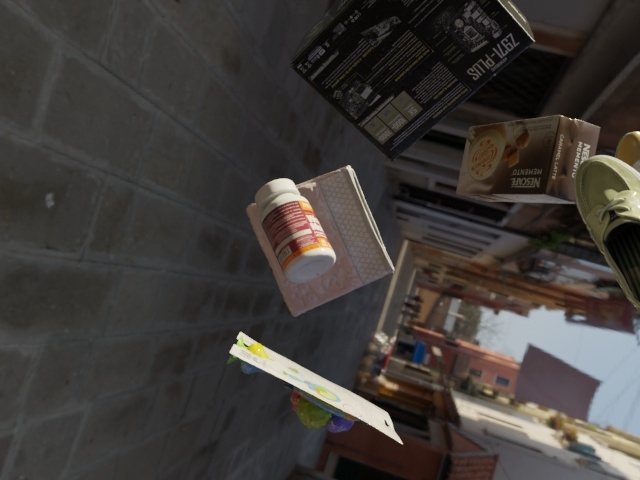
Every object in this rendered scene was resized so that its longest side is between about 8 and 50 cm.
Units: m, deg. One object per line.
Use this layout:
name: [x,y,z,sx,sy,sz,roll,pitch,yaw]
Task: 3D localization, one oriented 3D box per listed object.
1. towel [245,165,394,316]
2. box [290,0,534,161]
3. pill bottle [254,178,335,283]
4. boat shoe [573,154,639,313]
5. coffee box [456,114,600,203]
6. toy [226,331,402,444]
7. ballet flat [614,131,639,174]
towel: [0.000,0.000,1.766,0.053,0.317,0.331,-13,80,-86]
box: [0.086,-0.194,0.629,0.180,0.147,0.077,-40,-159,30]
pill bottle: [-0.062,-0.024,1.446,0.121,0.121,0.221,88,-22,-61]
boat shoe: [0.451,-0.017,0.942,0.094,0.109,0.302,29,37,-43]
coffee box: [0.373,-0.142,1.191,0.246,0.098,0.141,12,-89,65]
toy: [-0.017,0.204,0.840,0.056,0.237,0.137,-58,-177,1]
ballet flat: [0.622,-0.102,1.256,0.073,0.080,0.232,-111,-179,-54]
